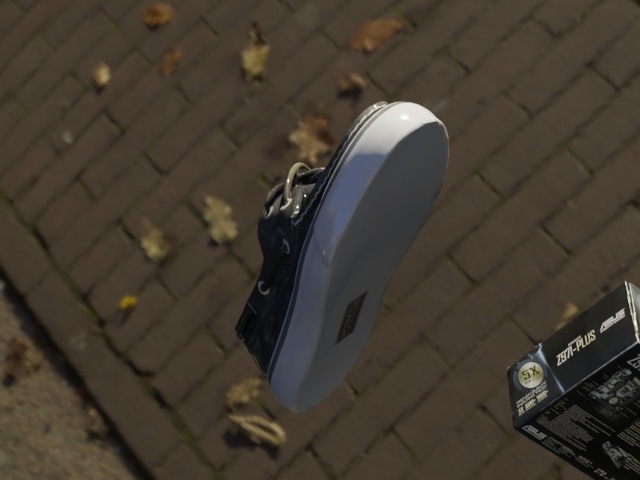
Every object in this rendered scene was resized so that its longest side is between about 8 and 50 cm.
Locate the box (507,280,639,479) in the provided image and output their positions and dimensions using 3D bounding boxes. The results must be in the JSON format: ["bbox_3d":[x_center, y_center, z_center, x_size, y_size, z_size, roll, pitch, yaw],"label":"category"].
[{"bbox_3d":[0.279,0.142,1.412,0.147,0.180,0.077,-41,30,31],"label":"box"}]

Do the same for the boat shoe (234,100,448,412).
[{"bbox_3d":[0.000,0.000,0.843,0.080,0.228,0.076,-34,66,-31],"label":"boat shoe"}]
